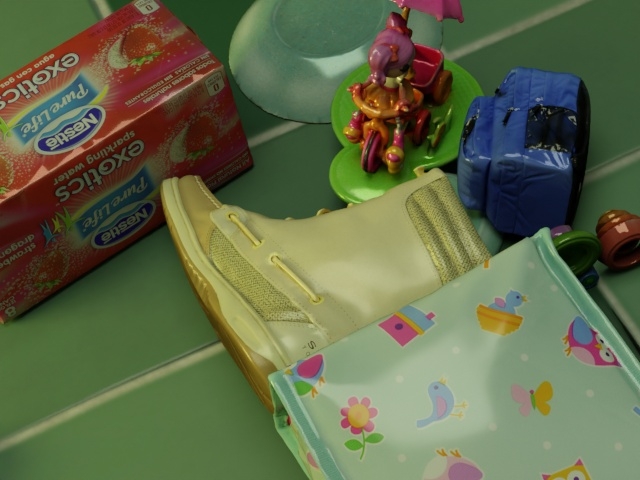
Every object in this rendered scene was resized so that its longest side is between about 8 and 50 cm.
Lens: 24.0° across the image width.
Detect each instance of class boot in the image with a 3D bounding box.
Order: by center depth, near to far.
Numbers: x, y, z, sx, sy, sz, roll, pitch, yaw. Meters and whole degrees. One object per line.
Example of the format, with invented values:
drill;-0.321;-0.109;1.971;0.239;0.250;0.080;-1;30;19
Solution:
boot;0.000;0.000;1.143;0.203;0.095;0.262;-27;38;-8

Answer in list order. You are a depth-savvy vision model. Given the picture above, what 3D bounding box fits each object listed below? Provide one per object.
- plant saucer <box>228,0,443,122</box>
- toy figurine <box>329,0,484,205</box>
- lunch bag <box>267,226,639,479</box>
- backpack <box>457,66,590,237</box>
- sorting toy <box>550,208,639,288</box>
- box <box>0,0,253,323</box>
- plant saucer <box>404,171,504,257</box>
plant saucer;0.010;-0.189;1.335;0.194;0.037;0.195;-5;54;7
toy figurine;0.058;-0.136;1.176;0.130;0.159;0.173;20;58;18
lunch bag;0.120;0.162;0.967;0.223;0.160;0.262;-28;72;-10
backpack;0.161;-0.078;1.174;0.101;0.098;0.120;13;52;5
sorting toy;0.201;0.001;1.137;0.102;0.061;0.042;-6;48;-22
box;-0.198;-0.069;1.231;0.257;0.128;0.122;-33;54;-14
plant saucer;0.086;-0.013;1.196;0.119;0.021;0.119;-6;52;8
